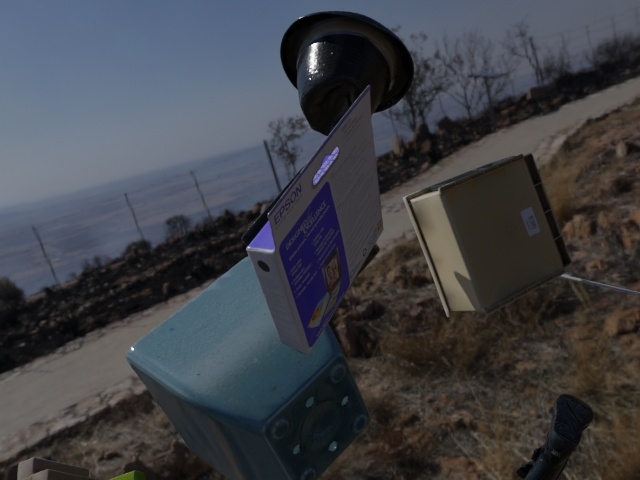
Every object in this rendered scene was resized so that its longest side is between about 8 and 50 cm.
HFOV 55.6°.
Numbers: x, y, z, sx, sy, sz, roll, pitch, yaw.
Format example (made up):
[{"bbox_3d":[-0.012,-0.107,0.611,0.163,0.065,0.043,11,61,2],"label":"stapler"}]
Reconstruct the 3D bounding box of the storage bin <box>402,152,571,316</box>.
[{"bbox_3d":[0.345,-0.016,1.231,0.260,0.262,0.123,-22,3,-24],"label":"storage bin"}]

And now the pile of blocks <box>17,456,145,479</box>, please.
[{"bbox_3d":[-0.181,0.355,0.683,0.112,0.362,0.149,-22,31,13],"label":"pile of blocks"}]

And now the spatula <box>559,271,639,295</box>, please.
[{"bbox_3d":[0.611,0.092,1.368,0.241,0.019,0.168,12,1,11],"label":"spatula"}]

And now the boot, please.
[{"bbox_3d":[0.578,0.515,1.515,0.094,0.207,0.246,31,27,21],"label":"boot"}]

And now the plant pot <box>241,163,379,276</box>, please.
[{"bbox_3d":[0.000,0.000,1.146,0.187,0.167,0.188,-49,-25,3],"label":"plant pot"}]

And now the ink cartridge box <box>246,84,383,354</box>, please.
[{"bbox_3d":[0.003,-0.023,0.635,0.045,0.208,0.206,16,51,24],"label":"ink cartridge box"}]

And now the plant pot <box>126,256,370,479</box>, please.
[{"bbox_3d":[-0.075,0.214,0.878,0.247,0.247,0.252,-39,36,-25],"label":"plant pot"}]

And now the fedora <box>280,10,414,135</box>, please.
[{"bbox_3d":[0.039,-0.332,1.317,0.333,0.153,0.334,14,-23,6],"label":"fedora"}]
